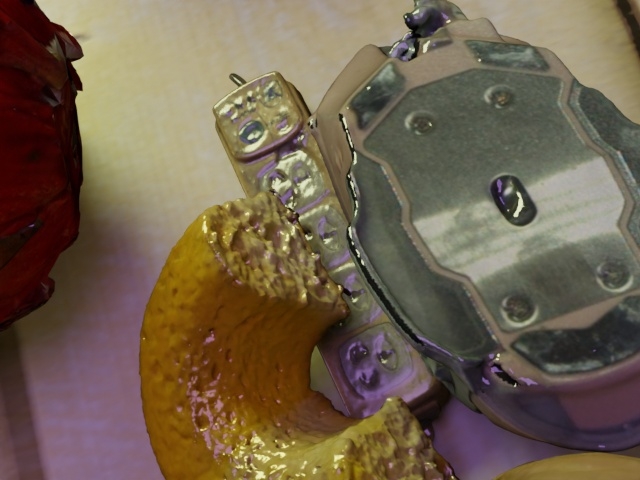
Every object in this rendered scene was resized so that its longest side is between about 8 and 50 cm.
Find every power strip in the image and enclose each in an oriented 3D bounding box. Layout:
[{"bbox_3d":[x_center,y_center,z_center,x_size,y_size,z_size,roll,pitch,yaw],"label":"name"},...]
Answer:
[{"bbox_3d":[0.000,0.000,0.977,0.064,0.044,0.305,-29,63,6],"label":"power strip"}]

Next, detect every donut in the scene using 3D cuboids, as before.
[{"bbox_3d":[-0.033,0.110,0.896,0.152,0.101,0.259,-46,65,28],"label":"donut"}]

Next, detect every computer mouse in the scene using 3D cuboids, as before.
[{"bbox_3d":[0.100,-0.020,0.916,0.200,0.115,0.389,-15,51,-11],"label":"computer mouse"}]

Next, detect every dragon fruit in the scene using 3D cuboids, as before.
[{"bbox_3d":[-0.301,-0.057,0.969,0.302,0.295,0.295,-5,66,-5],"label":"dragon fruit"}]

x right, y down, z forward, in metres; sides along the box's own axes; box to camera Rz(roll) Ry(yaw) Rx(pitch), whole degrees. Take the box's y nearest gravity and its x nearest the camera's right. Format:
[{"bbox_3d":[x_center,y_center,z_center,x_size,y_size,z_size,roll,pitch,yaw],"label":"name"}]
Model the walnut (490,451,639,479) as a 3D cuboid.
[{"bbox_3d":[0.148,0.232,0.744,0.225,0.225,0.261,-36,76,1],"label":"walnut"}]
